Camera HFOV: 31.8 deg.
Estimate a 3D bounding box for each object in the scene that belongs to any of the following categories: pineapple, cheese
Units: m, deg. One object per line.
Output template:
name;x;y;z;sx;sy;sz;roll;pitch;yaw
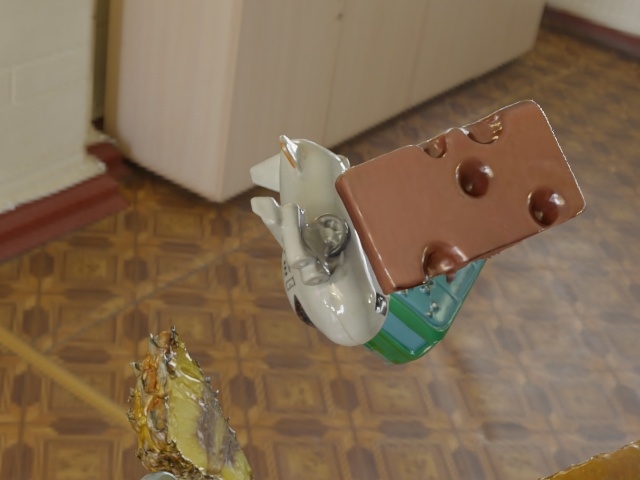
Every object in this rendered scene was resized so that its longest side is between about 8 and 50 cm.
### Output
pineapple;-0.236;0.321;1.763;0.161;0.335;0.158;-15;28;22
cheese;0.099;-0.021;1.010;0.177;0.203;0.128;-20;85;-47

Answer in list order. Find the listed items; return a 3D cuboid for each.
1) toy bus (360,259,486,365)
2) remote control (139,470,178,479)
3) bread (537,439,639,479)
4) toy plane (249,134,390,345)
toy bus;0.168;0.021;1.836;0.183;0.199;0.344;38;62;-12
remote control;-0.270;0.407;1.573;0.047;0.087;0.244;-19;9;29
bread;0.197;0.214;0.722;0.260;0.147;0.160;-22;58;12
toy plane;0.000;0.000;1.191;0.117;0.245;0.245;-23;25;17
